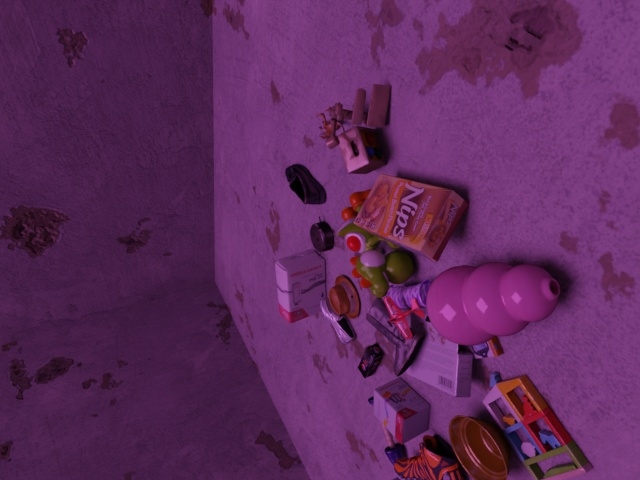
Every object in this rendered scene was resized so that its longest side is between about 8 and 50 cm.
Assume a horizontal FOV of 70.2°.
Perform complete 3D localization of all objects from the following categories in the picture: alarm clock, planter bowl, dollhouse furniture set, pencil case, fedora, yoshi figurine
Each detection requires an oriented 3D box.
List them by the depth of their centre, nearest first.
[{"bbox_3d":[0.487,0.602,1.336,0.217,0.090,0.217,39,137,50],"label":"planter bowl"},{"bbox_3d":[0.120,-0.439,1.443,0.151,0.143,0.123,-119,34,-64],"label":"dollhouse furniture set"},{"bbox_3d":[0.297,0.178,1.481,0.206,0.086,0.088,-20,75,62],"label":"pencil case"},{"bbox_3d":[0.201,0.015,1.538,0.202,0.203,0.363,-27,60,23],"label":"yoshi figurine"},{"bbox_3d":[0.088,0.249,1.932,0.194,0.079,0.195,41,139,48],"label":"fedora"},{"bbox_3d":[0.000,0.000,1.991,0.129,0.064,0.192,53,150,36],"label":"alarm clock"}]

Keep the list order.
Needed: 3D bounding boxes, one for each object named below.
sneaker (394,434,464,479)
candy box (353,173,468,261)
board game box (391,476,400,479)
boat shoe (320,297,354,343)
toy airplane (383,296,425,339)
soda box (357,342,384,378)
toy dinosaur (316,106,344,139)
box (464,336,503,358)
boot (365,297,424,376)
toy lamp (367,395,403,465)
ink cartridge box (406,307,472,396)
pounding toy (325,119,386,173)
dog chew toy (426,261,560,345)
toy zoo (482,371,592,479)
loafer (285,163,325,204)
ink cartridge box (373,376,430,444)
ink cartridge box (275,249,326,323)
[{"bbox_3d":[0.379,0.786,1.644,0.321,0.124,0.180,-17,85,53],"label":"sneaker"},{"bbox_3d":[0.250,-0.076,1.323,0.316,0.087,0.183,28,89,57],"label":"candy box"},{"bbox_3d":[0.422,1.123,1.783,0.318,0.065,0.318,-37,72,62],"label":"board game box"},{"bbox_3d":[0.084,0.343,2.014,0.226,0.083,0.076,56,140,9],"label":"boat shoe"},{"bbox_3d":[0.262,0.229,1.423,0.151,0.028,0.151,15,114,36],"label":"toy airplane"},{"bbox_3d":[0.205,0.494,1.869,0.060,0.053,0.169,55,148,34],"label":"soda box"},{"bbox_3d":[0.045,-0.430,1.676,0.112,0.064,0.211,59,165,-10],"label":"toy dinosaur"},{"bbox_3d":[0.452,0.294,1.303,0.136,0.028,0.081,-40,69,60],"label":"box"},{"bbox_3d":[0.227,0.317,1.510,0.208,0.076,0.190,33,108,31],"label":"boot"},{"bbox_3d":[0.272,0.779,1.871,0.080,0.080,0.275,-36,73,62],"label":"toy lamp"},{"bbox_3d":[0.368,0.332,1.426,0.275,0.060,0.239,176,100,-70],"label":"ink cartridge box"},{"bbox_3d":[0.107,-0.312,1.431,0.094,0.206,0.181,-21,84,32],"label":"pounding toy"},{"bbox_3d":[0.417,0.144,1.109,0.331,0.206,0.207,-29,78,55],"label":"dog chew toy"},{"bbox_3d":[0.550,0.487,1.215,0.293,0.030,0.192,60,150,26],"label":"toy zoo"},{"bbox_3d":[-0.091,-0.247,1.985,0.302,0.095,0.109,46,142,44],"label":"loafer"},{"bbox_3d":[0.295,0.623,1.681,0.176,0.128,0.128,34,133,52],"label":"ink cartridge box"},{"bbox_3d":[-0.089,0.211,2.112,0.117,0.207,0.283,35,135,50],"label":"ink cartridge box"}]
